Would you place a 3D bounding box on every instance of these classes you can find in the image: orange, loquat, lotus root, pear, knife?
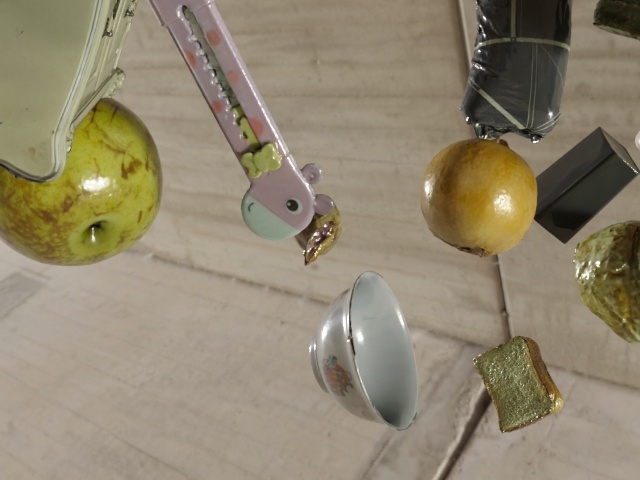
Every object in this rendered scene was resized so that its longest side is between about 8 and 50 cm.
[{"bbox_3d":[0.720,0.089,1.430,0.368,0.271,0.210,14,168,-5],"label":"orange"},{"bbox_3d":[0.195,-0.055,0.869,0.163,0.163,0.137,-38,-172,-30],"label":"loquat"},{"bbox_3d":[-0.014,-0.029,1.807,0.138,0.214,0.138,5,-129,-7],"label":"lotus root"},{"bbox_3d":[-0.380,-0.099,1.070,0.283,0.284,0.284,-13,-149,8],"label":"pear"},{"bbox_3d":[-0.111,-0.175,0.884,0.132,0.399,0.038,-21,-160,15],"label":"knife"}]

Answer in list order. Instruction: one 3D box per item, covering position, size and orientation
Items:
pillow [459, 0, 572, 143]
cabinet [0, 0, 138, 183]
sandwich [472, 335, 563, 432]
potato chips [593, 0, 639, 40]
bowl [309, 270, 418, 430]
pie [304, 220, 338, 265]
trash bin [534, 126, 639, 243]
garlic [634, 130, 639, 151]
[{"bbox_3d":[0.310,-0.316,1.103,0.161,0.335,0.092,8,171,5],"label":"pillow"},{"bbox_3d":[-0.284,-0.269,0.677,0.227,0.290,0.318,20,-155,-12],"label":"cabinet"},{"bbox_3d":[0.509,0.370,1.825,0.186,0.065,0.215,-39,-121,33],"label":"sandwich"},{"bbox_3d":[0.580,-0.407,0.959,0.358,0.070,0.429,-53,-155,3],"label":"potato chips"},{"bbox_3d":[0.077,0.248,1.521,0.157,0.346,0.345,-16,-151,25],"label":"bowl"},{"bbox_3d":[0.000,0.000,1.356,0.092,0.034,0.170,-48,-173,5],"label":"pie"},{"bbox_3d":[0.596,-0.133,1.617,0.225,0.115,0.165,-48,-165,29],"label":"trash bin"},{"bbox_3d":[0.575,-0.139,1.074,0.174,0.124,0.099,11,-108,60],"label":"garlic"}]
